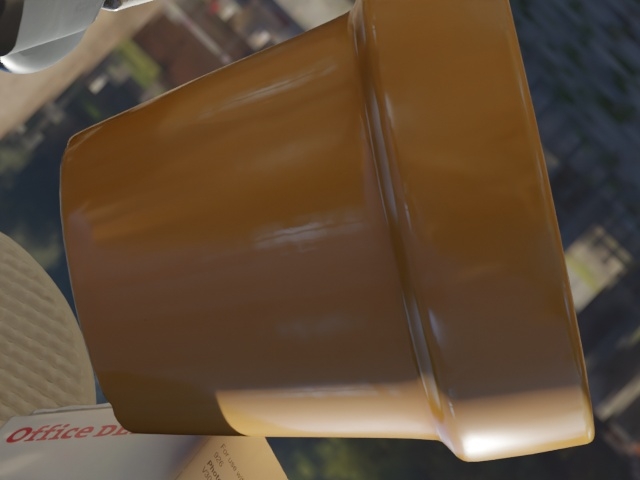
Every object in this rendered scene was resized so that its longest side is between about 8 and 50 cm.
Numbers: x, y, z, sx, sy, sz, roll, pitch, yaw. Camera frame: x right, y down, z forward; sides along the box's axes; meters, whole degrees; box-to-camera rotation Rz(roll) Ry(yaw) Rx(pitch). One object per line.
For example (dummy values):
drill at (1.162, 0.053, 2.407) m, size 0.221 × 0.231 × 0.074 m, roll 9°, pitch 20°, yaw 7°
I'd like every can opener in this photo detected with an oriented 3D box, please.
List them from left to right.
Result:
can opener at (-0.139, -0.101, 0.890) m, size 0.076 × 0.095 × 0.283 m, roll 29°, pitch -164°, yaw 4°

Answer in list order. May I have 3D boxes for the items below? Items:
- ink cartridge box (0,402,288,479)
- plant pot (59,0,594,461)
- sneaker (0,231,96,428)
ink cartridge box at (-0.124, 0.166, 0.876) m, size 0.154 × 0.212 × 0.093 m, roll -8°, pitch 120°, yaw 38°
plant pot at (0.000, 0.000, 0.823) m, size 0.205 × 0.188 × 0.205 m, roll -12°, pitch -90°, yaw -85°
sneaker at (-0.202, 0.163, 1.122) m, size 0.135 × 0.150 × 0.366 m, roll 10°, pitch -130°, yaw -35°
